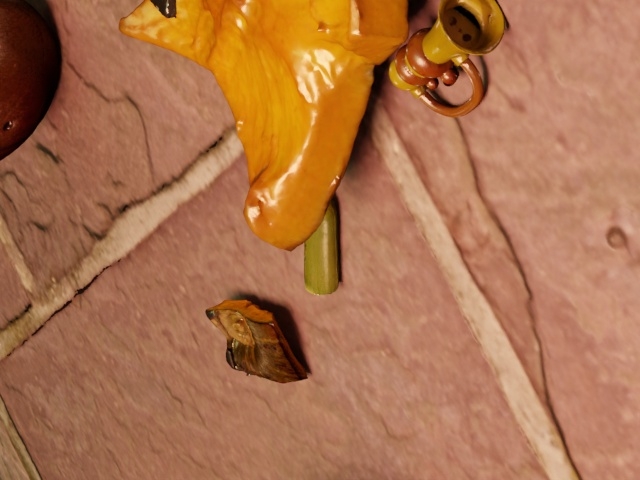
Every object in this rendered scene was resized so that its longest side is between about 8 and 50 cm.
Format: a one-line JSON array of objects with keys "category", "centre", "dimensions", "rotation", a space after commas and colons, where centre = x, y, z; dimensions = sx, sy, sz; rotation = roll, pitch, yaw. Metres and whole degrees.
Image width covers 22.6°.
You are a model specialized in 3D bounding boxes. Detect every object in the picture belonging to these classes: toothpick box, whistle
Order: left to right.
[{"category": "toothpick box", "centre": [-0.369, -0.188, 1.476], "dimensions": [0.294, 0.192, 0.192], "rotation": [46, 143, 36]}, {"category": "whistle", "centre": [0.083, -0.117, 1.029], "dimensions": [0.109, 0.057, 0.046], "rotation": [134, 152, -64]}]

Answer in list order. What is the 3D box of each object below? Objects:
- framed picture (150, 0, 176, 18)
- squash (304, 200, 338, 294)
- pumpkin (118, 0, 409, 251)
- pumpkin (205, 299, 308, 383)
[{"category": "framed picture", "centre": [-0.125, -0.336, 1.064], "dimensions": [0.244, 0.013, 0.324], "rotation": [-128, 37, -59]}, {"category": "squash", "centre": [0.000, 0.000, 1.219], "dimensions": [0.027, 0.027, 0.083], "rotation": [31, 133, 41]}, {"category": "pumpkin", "centre": [-0.042, -0.180, 1.097], "dimensions": [0.258, 0.095, 0.290], "rotation": [50, 142, 30]}, {"category": "pumpkin", "centre": [-0.049, 0.083, 1.341], "dimensions": [0.101, 0.035, 0.073], "rotation": [11, 131, 47]}]
